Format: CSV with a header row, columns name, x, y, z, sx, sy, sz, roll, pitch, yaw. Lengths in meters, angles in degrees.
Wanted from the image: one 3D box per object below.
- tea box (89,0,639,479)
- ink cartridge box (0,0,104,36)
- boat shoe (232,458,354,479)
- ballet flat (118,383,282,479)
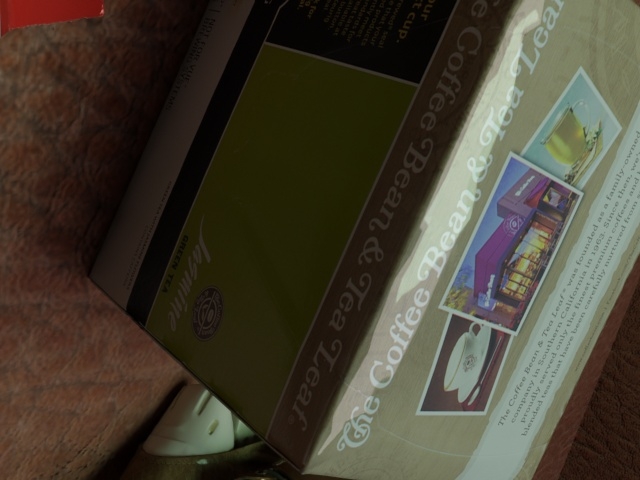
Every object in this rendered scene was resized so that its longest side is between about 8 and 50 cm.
name,x,y,z,sx,sy,sz,roll,pitch,yaw
tea box,0.040,-0.038,0.650,0.220,0.324,0.328,21,96,-39
ink cartridge box,-0.195,-0.191,0.487,0.225,0.056,0.180,-24,132,-45
boat shoe,-0.040,0.259,0.786,0.307,0.111,0.104,-35,144,-41
ballet flat,-0.090,0.200,0.906,0.342,0.116,0.124,-6,98,-54
